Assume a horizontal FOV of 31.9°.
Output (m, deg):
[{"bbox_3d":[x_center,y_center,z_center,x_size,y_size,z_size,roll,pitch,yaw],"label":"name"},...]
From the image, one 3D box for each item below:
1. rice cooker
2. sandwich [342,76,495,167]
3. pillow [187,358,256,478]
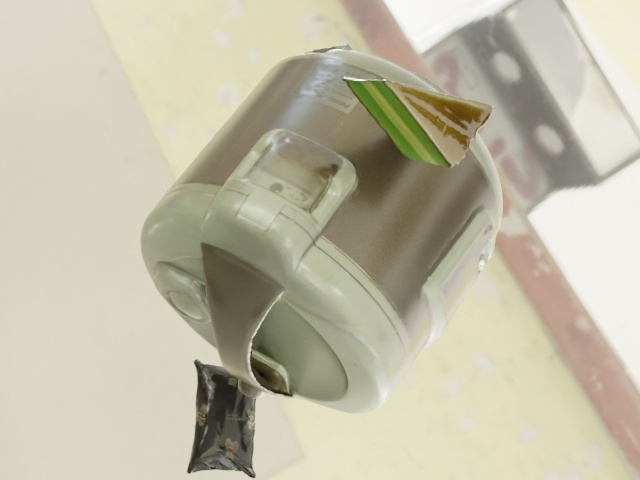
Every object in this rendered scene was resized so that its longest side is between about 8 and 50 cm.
[{"bbox_3d":[0.000,0.000,1.179,0.335,0.325,0.335,29,-27,16],"label":"rice cooker"},{"bbox_3d":[0.089,-0.132,1.007,0.074,0.074,0.116,16,-25,53],"label":"sandwich"},{"bbox_3d":[-0.123,0.232,1.455,0.090,0.048,0.150,12,70,-30],"label":"pillow"}]
